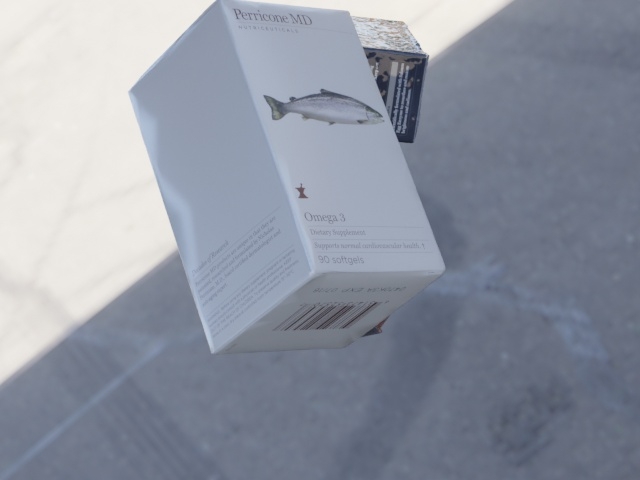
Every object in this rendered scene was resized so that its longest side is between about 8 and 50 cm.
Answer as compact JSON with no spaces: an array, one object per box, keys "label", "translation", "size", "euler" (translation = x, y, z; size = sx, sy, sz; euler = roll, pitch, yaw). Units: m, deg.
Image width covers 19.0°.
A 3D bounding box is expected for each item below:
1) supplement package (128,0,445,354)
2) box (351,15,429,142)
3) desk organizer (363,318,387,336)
[{"label":"supplement package","translation":[-0.022,-0.036,1.113],"size":[0.105,0.179,0.105],"euler":[-1,-28,-41]},{"label":"box","translation":[0.012,-0.164,1.867],"size":[0.158,0.093,0.156],"euler":[6,17,-7]},{"label":"desk organizer","translation":[0.000,0.000,1.247],"size":[0.047,0.130,0.050],"euler":[-16,28,51]}]
